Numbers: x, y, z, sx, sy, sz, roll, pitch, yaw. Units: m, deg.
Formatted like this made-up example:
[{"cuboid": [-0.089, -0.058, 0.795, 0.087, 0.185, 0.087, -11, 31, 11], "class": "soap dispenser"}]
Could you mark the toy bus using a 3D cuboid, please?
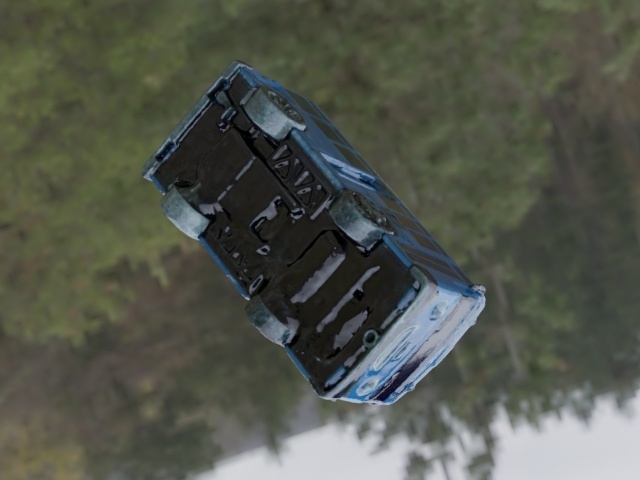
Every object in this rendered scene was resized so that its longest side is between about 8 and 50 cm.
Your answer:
[{"cuboid": [0.000, 0.000, 1.029, 0.090, 0.184, 0.106, -47, 148, 13], "class": "toy bus"}]
